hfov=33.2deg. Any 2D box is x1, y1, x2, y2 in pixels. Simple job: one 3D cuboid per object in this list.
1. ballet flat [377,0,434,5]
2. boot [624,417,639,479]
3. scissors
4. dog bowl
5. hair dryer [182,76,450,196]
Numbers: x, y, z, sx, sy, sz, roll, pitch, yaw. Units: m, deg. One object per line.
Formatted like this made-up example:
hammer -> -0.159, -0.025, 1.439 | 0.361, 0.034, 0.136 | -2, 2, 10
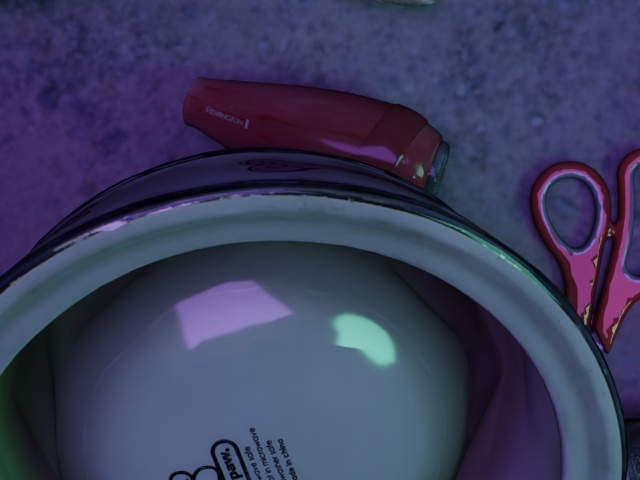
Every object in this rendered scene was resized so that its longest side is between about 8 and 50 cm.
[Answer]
ballet flat -> 0.009, -0.209, 0.772 | 0.168, 0.057, 0.052 | 39, 123, 7
boot -> 0.292, 0.209, 0.728 | 0.229, 0.091, 0.262 | -14, 93, 2
scissors -> 0.198, 0.081, 0.767 | 0.109, 0.021, 0.297 | 3, 91, 6
dog bowl -> -0.034, 0.124, 0.663 | 0.408, 0.150, 0.407 | -2, 117, -5
hair dryer -> 0.000, 0.000, 0.757 | 0.224, 0.080, 0.293 | -33, 86, 8
